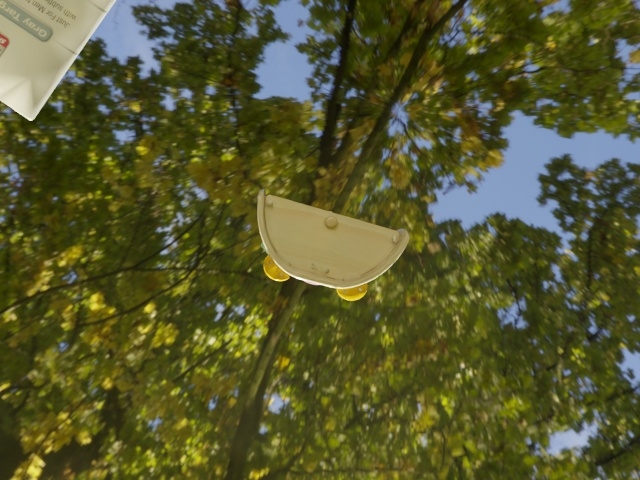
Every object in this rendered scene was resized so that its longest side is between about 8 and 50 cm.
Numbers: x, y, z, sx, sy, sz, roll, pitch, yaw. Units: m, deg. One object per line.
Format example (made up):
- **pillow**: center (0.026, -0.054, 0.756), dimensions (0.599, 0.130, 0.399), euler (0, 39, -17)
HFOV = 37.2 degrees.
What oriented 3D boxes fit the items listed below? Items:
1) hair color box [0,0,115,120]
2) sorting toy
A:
- **hair color box**: center (-0.234, -0.317, 0.847), dimensions (0.185, 0.113, 0.374), euler (33, -78, -26)
- **sorting toy**: center (0.000, 0.000, 0.538), dimensions (0.083, 0.075, 0.044), euler (16, -82, -6)
